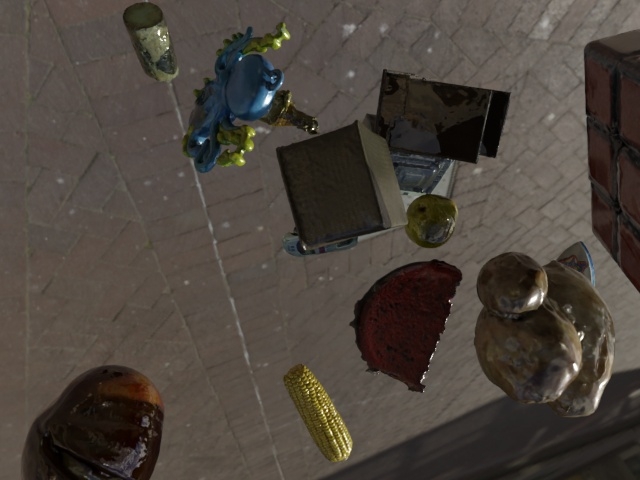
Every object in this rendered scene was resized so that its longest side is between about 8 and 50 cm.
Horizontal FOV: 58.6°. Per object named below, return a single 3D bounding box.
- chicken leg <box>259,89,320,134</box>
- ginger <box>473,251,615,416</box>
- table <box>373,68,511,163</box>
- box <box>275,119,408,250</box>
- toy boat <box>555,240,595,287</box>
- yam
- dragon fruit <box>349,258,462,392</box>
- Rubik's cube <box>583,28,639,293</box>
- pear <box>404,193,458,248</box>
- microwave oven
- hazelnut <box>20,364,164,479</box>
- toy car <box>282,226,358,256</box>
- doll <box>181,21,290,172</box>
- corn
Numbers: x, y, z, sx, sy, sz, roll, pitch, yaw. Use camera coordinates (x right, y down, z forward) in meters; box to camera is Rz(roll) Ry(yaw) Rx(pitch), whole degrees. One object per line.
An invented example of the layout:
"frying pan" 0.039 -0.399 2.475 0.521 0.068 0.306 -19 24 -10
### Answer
"chicken leg" -0.100 -0.362 1.591 0.227 0.103 0.088 17 175 -2
"ginger" 0.327 0.134 0.843 0.155 0.245 0.304 -9 163 38
"table" 0.322 -0.327 1.499 0.250 0.281 0.196 -20 123 -59
"box" 0.050 -0.095 1.014 0.143 0.184 0.273 -16 179 17
"toy boat" 0.618 0.140 1.433 0.088 0.129 0.295 -12 116 -36
"yam" -0.447 -0.523 1.524 0.107 0.107 0.194 -20 151 -10
"dragon fruit" 0.224 0.206 1.525 0.100 0.282 0.344 34 77 -55
"Rubik's cube" 0.510 -0.089 0.650 0.300 0.304 0.305 -12 122 7
"pear" 0.277 -0.040 1.415 0.140 0.104 0.141 -1 133 -1
"microwave oven" 0.266 -0.275 1.931 0.294 0.181 0.237 5 145 -17
"hazelnut" -0.370 0.321 0.920 0.252 0.217 0.217 -59 153 -23
"toy car" 0.000 0.000 1.505 0.204 0.056 0.095 -11 140 -2
"doll" -0.199 -0.312 1.309 0.098 0.346 0.341 20 160 -39
"corn" -0.003 0.318 1.042 0.067 0.067 0.206 -28 101 6
